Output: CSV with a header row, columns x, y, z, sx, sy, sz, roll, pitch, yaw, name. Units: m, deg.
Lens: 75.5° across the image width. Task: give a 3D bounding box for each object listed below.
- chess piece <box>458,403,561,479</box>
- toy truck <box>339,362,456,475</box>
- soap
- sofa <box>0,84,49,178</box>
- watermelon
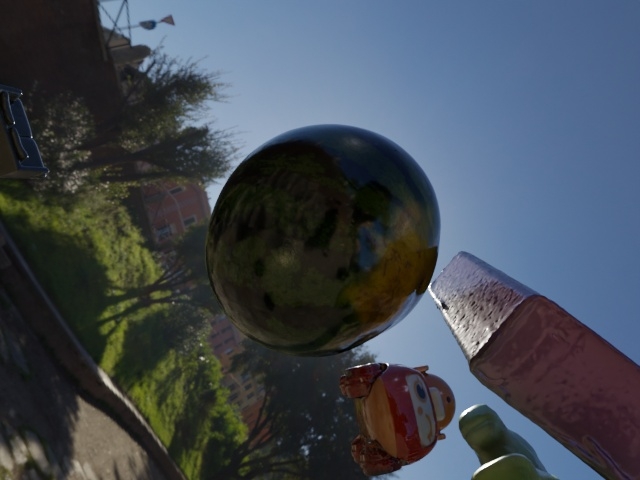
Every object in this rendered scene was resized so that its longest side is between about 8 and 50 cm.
x,y,z,sx,sy,sz,roll,pitch,yaw,name
0.222,0.287,0.439,0.175,0.176,0.298,58,11,6,chess piece
0.168,0.331,0.819,0.265,0.239,0.189,93,-13,-70,toy truck
0.208,0.103,0.402,0.181,0.081,0.259,39,8,4,soap
-0.505,-0.180,0.690,0.085,0.060,0.147,-29,102,-78,sofa
0.004,0.000,0.464,0.269,0.269,0.269,41,-34,35,watermelon
